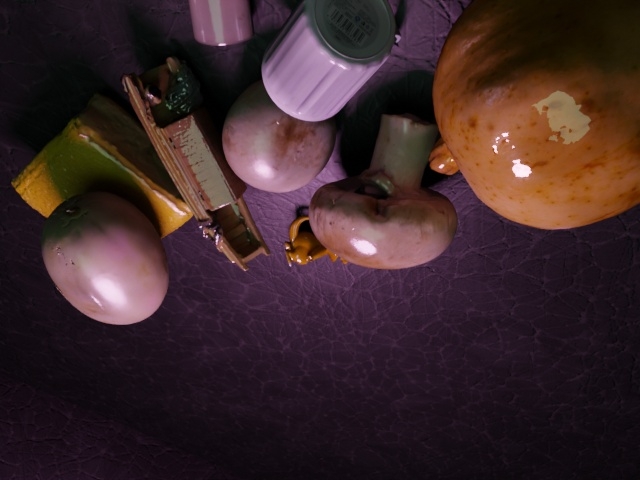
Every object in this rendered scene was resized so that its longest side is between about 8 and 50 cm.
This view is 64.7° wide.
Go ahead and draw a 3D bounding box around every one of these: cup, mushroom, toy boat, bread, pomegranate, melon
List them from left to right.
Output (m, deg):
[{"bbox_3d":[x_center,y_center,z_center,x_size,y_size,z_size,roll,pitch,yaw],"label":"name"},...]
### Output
[{"bbox_3d":[-0.442,0.040,1.057,0.222,0.223,0.317,-1,136,14],"label":"melon"},{"bbox_3d":[-0.473,-0.123,1.154,0.332,0.143,0.323,-26,125,31],"label":"bread"},{"bbox_3d":[-0.228,-0.145,1.022,0.162,0.135,0.446,8,128,51],"label":"toy boat"},{"bbox_3d":[-0.081,-0.207,0.980,0.226,0.178,0.227,-17,136,-17],"label":"mushroom"},{"bbox_3d":[0.026,-0.322,0.810,0.166,0.221,0.202,39,162,-13],"label":"cup"},{"bbox_3d":[0.121,-0.098,0.978,0.292,0.292,0.290,7,110,6],"label":"mushroom"},{"bbox_3d":[0.333,-0.200,0.756,0.409,0.410,0.411,6,134,6],"label":"pomegranate"}]

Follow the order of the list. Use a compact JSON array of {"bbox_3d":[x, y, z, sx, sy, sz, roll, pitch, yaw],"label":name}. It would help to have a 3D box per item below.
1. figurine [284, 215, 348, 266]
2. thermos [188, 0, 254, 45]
[{"bbox_3d":[0.002,-0.003,1.214,0.175,0.121,0.123,2,108,-8],"label":"figurine"},{"bbox_3d":[-0.184,-0.436,0.827,0.137,0.105,0.193,27,139,31],"label":"thermos"}]
